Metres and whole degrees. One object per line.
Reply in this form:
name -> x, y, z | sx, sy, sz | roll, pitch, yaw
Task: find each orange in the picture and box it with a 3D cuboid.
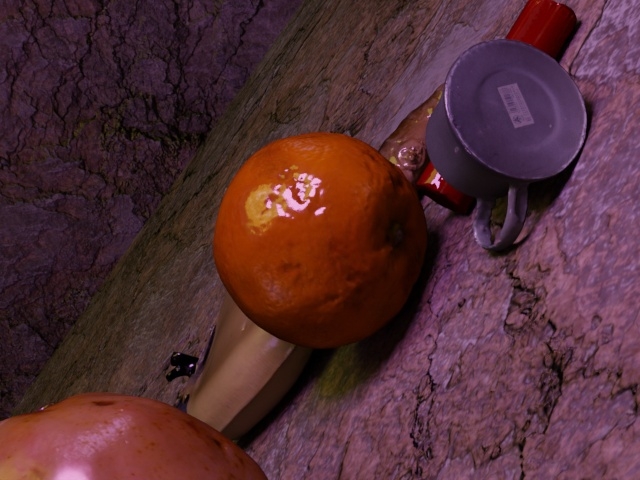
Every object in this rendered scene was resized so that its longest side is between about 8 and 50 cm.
orange -> 0.000, 0.000, 1.415 | 0.261, 0.261, 0.261 | -51, 17, 22

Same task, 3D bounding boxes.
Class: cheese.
cheese -> -0.073, 0.127, 1.657 | 0.316, 0.128, 0.259 | -52, 23, 42

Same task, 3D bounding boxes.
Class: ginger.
ginger -> 0.131, -0.127, 1.605 | 0.333, 0.081, 0.148 | -54, 0, 11

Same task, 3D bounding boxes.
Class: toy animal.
toy animal -> -0.205, 0.281, 1.818 | 0.117, 0.121, 0.210 | 110, 179, -69

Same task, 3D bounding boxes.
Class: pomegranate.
pomegranate -> -0.220, 0.356, 1.233 | 0.411, 0.411, 0.411 | -51, 17, 22

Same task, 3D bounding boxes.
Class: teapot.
teapot -> 0.183, -0.105, 1.288 | 0.149, 0.162, 0.239 | 135, 132, -63

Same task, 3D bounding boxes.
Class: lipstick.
lipstick -> 0.214, -0.166, 1.427 | 0.279, 0.073, 0.073 | -59, 16, -7
